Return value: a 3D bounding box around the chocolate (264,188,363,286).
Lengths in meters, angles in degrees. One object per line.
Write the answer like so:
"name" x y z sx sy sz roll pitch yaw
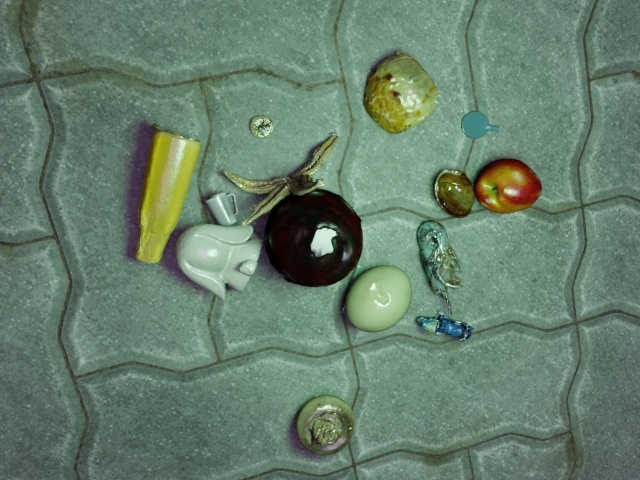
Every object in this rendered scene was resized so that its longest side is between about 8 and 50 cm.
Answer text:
"chocolate" 0.000 0.000 1.545 0.384 0.331 0.383 -2 97 -13

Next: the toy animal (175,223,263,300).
"toy animal" -0.348 0.045 1.544 0.265 0.206 0.271 25 95 -17

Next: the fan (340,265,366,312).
"fan" 0.118 0.186 1.752 0.038 0.016 0.193 24 92 -11

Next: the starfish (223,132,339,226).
"starfish" -0.114 -0.212 1.529 0.398 0.384 0.132 -12 117 5

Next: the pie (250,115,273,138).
"pie" -0.202 -0.394 1.601 0.084 0.021 0.084 -2 98 -10

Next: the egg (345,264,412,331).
"egg" 0.211 0.210 1.670 0.219 0.219 0.269 42 87 -14

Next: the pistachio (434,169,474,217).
"pistachio" 0.509 -0.174 1.722 0.165 0.130 0.210 -43 116 -9

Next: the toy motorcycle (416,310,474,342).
"toy motorcycle" 0.495 0.335 1.786 0.254 0.135 0.092 11 96 -13

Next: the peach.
"peach" 0.691 -0.199 1.694 0.243 0.243 0.199 -5 108 -10

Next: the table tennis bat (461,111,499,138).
"table tennis bat" 0.608 -0.437 1.758 0.155 0.019 0.100 6 97 -10

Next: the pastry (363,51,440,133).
"pastry" 0.284 -0.515 1.607 0.237 0.170 0.256 -39 98 -6

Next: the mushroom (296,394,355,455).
"mushroom" 0.023 0.693 1.724 0.226 0.178 0.226 -1 93 -19

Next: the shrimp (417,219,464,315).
"shrimp" 0.454 0.105 1.725 0.137 0.172 0.372 -24 87 26

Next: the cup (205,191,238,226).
"cup" -0.331 -0.115 1.598 0.104 0.074 0.116 -35 109 -34

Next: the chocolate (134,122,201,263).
"chocolate" -0.526 -0.145 1.518 0.162 0.162 0.445 16 99 -13
